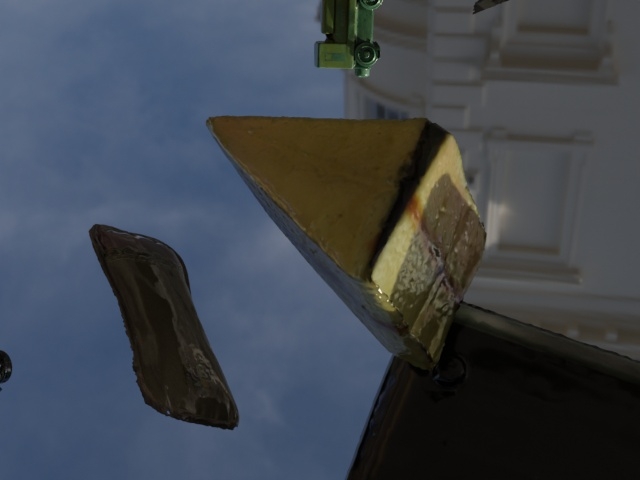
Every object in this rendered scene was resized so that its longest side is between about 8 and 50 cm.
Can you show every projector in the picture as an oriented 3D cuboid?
[{"bbox_3d":[0.211,0.306,0.957,0.395,0.242,0.405,18,-100,16],"label":"projector"}]

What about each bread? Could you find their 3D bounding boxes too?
[{"bbox_3d":[-0.003,-0.001,0.927,0.264,0.168,0.163,6,-123,34],"label":"bread"}]

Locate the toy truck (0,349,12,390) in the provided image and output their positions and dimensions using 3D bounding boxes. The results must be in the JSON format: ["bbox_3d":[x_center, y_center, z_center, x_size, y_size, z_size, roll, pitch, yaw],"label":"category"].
[{"bbox_3d":[-0.244,0.080,0.655,0.083,0.054,0.049,32,-162,24],"label":"toy truck"}]

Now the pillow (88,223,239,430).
[{"bbox_3d":[-0.151,0.079,0.994,0.038,0.130,0.233,-39,-124,20],"label":"pillow"}]

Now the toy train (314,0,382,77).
[{"bbox_3d":[0.033,-0.249,1.193,0.081,0.122,0.050,1,-164,0],"label":"toy train"}]

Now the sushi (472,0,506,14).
[{"bbox_3d":[0.329,-0.355,1.217,0.292,0.059,0.294,-15,-148,28],"label":"sushi"}]
